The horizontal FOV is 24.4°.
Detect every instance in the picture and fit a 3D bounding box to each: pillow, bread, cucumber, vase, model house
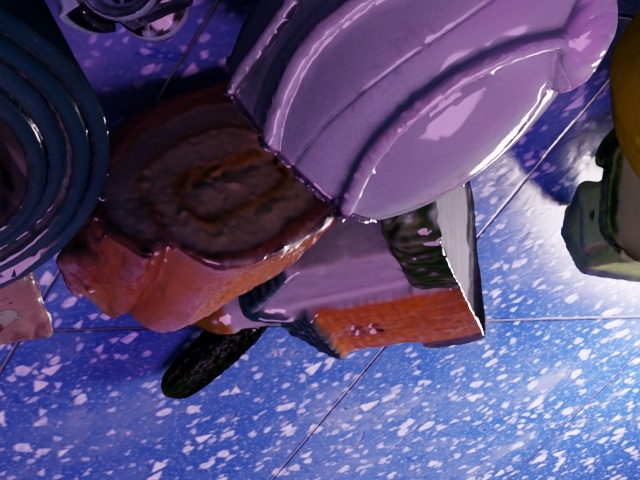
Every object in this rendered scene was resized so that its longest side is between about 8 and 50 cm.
[{"bbox_3d":[-0.378,0.073,1.353,0.248,0.049,0.135,-15,145,-6],"label":"pillow"},{"bbox_3d":[-0.112,-0.027,1.231,0.244,0.190,0.123,-32,160,-38],"label":"bread"},{"bbox_3d":[-0.108,0.110,1.600,0.058,0.052,0.214,23,127,-27],"label":"cucumber"},{"bbox_3d":[0.143,-0.221,1.125,0.445,0.250,0.250,-42,145,18],"label":"vase"},{"bbox_3d":[0.369,-0.040,1.642,0.214,0.195,0.189,2,166,-16],"label":"model house"},{"bbox_3d":[0.000,0.000,1.435,0.301,0.190,0.271,-14,154,10],"label":"model house"}]

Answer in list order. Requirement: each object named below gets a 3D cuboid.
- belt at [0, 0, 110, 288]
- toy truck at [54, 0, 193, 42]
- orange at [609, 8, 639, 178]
[{"bbox_3d":[-0.346,-0.102,0.996,0.300,0.173,0.437,-48,146,19],"label":"belt"},{"bbox_3d":[-0.069,-0.255,0.969,0.338,0.184,0.133,-22,179,4],"label":"toy truck"},{"bbox_3d":[0.416,-0.148,1.415,0.279,0.235,0.279,-26,153,-14],"label":"orange"}]
